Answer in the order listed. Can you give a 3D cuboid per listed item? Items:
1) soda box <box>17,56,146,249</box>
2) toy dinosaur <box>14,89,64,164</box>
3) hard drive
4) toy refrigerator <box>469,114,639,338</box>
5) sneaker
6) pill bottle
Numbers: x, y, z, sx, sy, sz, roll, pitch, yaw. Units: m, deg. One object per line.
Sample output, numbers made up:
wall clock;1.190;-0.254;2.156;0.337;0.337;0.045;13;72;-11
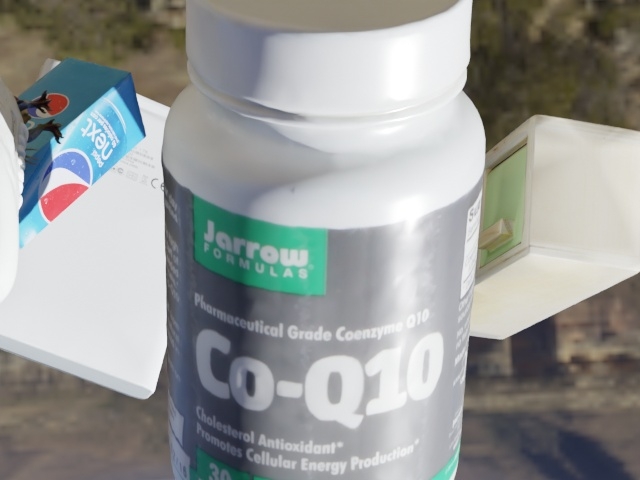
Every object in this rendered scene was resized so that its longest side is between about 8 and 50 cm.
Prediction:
soda box;-0.232;-0.059;1.355;0.071;0.067;0.210;16;-135;30
toy dinosaur;-0.219;-0.072;1.194;0.082;0.047;0.090;-21;-168;-34
hard drive;-0.228;-0.015;1.738;0.203;0.308;0.040;22;151;-17
toy refrigerator;0.143;-0.003;1.284;0.094;0.102;0.269;9;165;-13
sneaker;-0.216;-0.052;1.057;0.090;0.235;0.095;-36;145;23
pill bottle;0.000;0.000;1.106;0.204;0.361;0.204;1;-150;0
